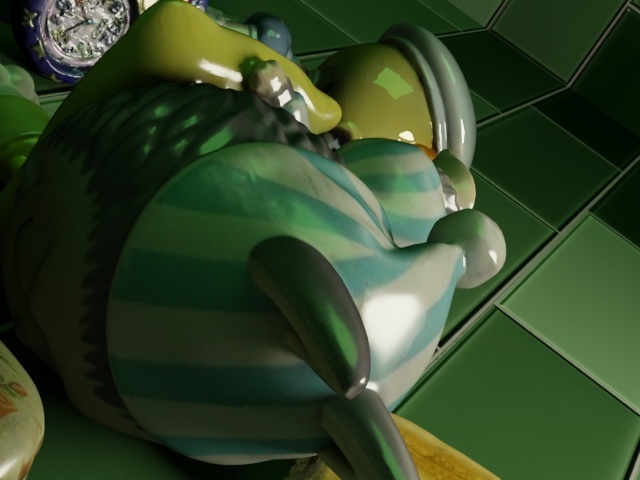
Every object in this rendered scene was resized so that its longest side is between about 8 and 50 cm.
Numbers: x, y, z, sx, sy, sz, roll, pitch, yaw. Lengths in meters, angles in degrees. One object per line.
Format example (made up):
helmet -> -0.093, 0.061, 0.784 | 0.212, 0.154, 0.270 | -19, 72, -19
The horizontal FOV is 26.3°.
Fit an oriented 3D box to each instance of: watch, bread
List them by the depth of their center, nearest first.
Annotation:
bread -> 0.057, 0.187, 0.948 | 0.173, 0.085, 0.134 | 33, 17, 1
watch -> -0.254, -0.258, 1.407 | 0.196, 0.171, 0.200 | 32, 5, -42

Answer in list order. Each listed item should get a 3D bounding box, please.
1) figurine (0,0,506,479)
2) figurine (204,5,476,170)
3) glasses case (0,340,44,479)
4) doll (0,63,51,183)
figurine -> -0.010, 0.065, 0.888 | 0.361, 0.266, 0.378 | 9, 35, -33
figurine -> 0.009, -0.176, 1.537 | 0.381, 0.205, 0.224 | 21, 11, -28
glasses case -> -0.321, 0.007, 0.743 | 0.425, 0.098, 0.156 | 41, 35, 20
doll -> -0.257, -0.094, 1.144 | 0.106, 0.062, 0.162 | 19, 25, -45
